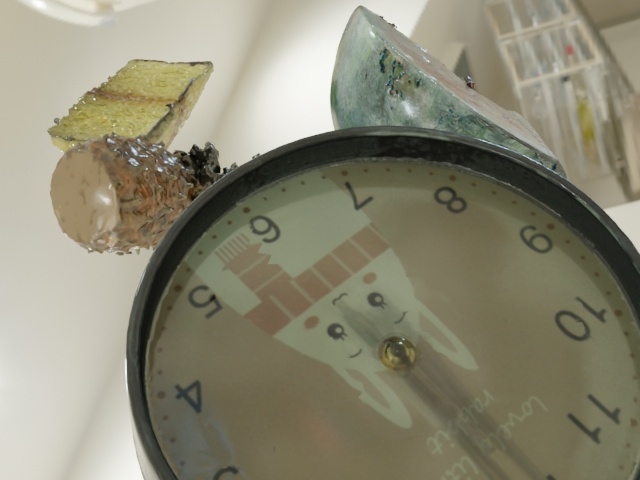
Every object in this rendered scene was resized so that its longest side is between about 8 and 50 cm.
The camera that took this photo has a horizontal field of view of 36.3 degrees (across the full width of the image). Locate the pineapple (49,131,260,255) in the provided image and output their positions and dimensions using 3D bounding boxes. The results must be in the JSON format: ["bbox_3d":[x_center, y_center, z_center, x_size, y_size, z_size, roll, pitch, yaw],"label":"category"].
[{"bbox_3d":[-0.186,-0.056,1.214,0.141,0.170,0.310,43,-153,23],"label":"pineapple"}]

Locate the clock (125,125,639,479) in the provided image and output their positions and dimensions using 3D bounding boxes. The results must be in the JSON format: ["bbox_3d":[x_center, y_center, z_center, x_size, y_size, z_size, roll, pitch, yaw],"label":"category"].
[{"bbox_3d":[0.053,0.079,0.681,0.076,0.386,0.386,89,173,-55],"label":"clock"}]

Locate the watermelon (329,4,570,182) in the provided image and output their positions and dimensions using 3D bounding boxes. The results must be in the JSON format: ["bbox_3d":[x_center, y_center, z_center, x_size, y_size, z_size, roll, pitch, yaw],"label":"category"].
[{"bbox_3d":[0.125,-0.078,1.030,0.322,0.175,0.188,32,-160,-10],"label":"watermelon"}]

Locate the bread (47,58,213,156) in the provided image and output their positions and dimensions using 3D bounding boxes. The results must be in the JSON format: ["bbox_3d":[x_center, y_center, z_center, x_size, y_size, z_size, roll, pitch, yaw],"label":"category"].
[{"bbox_3d":[-0.275,-0.193,1.531,0.142,0.178,0.266,63,-143,-31],"label":"bread"}]
